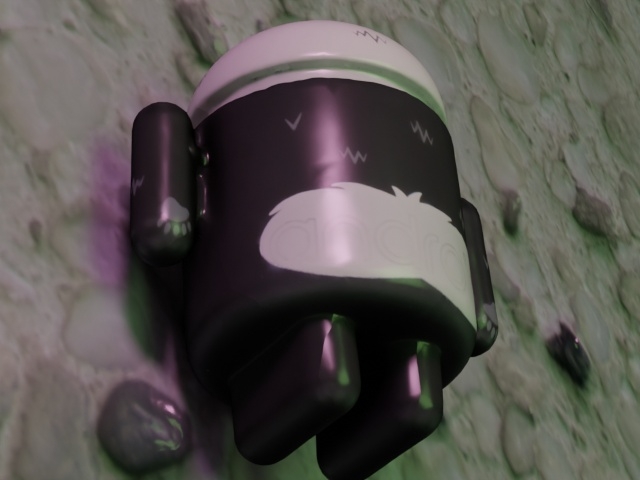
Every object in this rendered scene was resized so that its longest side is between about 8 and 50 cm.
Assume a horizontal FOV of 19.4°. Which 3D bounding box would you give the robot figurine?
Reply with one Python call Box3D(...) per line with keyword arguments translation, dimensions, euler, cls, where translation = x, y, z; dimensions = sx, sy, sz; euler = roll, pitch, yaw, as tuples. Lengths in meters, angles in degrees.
Box3D(translation=(0.000, 0.002, 1.118), dimensions=(0.209, 0.173, 0.278), euler=(60, 21, -54), cls="robot figurine")
